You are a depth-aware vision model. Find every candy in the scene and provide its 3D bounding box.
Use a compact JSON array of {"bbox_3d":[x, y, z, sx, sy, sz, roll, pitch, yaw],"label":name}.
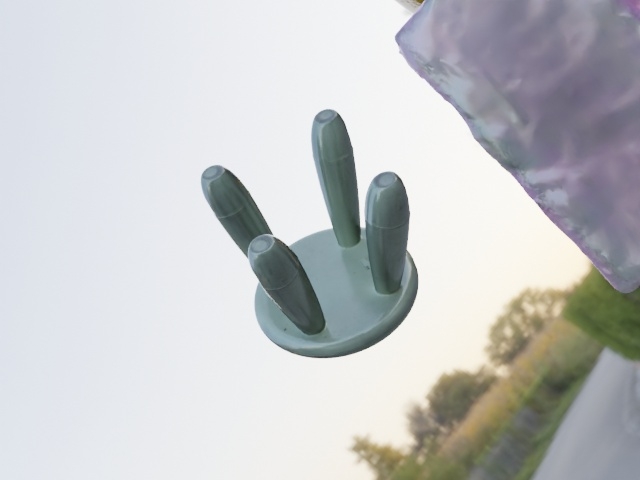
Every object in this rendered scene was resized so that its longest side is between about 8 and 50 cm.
[{"bbox_3d":[0.200,-0.107,0.716,0.155,0.265,0.116,-44,-6,29],"label":"candy"}]

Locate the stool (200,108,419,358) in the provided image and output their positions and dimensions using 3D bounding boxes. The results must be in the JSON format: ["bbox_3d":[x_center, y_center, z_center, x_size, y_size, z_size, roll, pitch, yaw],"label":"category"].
[{"bbox_3d":[0.000,0.000,1.072,0.195,0.195,0.198,-27,-45,-10],"label":"stool"}]

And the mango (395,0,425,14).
[{"bbox_3d":[0.170,-0.430,1.496,0.191,0.290,0.159,-96,30,-86],"label":"mango"}]
